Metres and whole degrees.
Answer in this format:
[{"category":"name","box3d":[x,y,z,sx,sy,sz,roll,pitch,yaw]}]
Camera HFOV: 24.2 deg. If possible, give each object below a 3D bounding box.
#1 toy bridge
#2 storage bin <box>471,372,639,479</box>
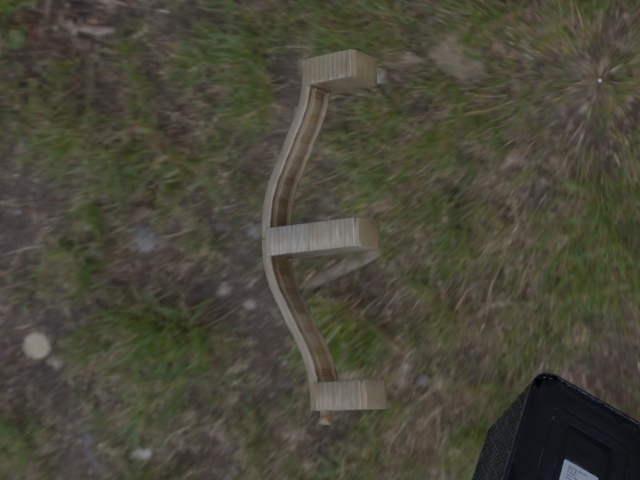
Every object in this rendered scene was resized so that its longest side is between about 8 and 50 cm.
[{"category":"toy bridge","box3d":[0.000,0.000,0.764,0.063,0.026,0.188,-6,81,36]},{"category":"storage bin","box3d":[0.188,0.211,1.193,0.122,0.180,0.084,30,133,-3]}]
